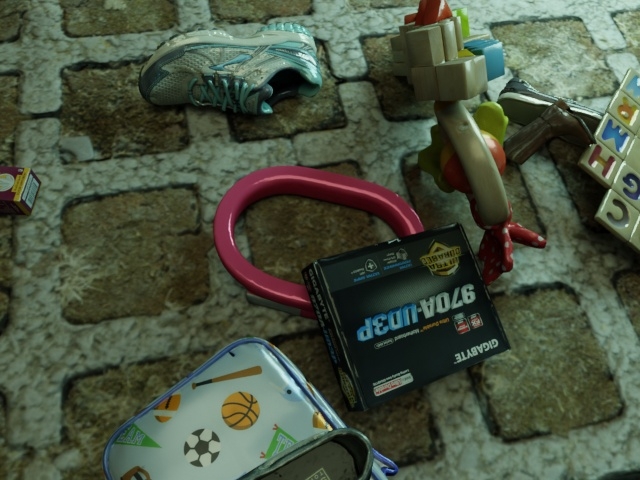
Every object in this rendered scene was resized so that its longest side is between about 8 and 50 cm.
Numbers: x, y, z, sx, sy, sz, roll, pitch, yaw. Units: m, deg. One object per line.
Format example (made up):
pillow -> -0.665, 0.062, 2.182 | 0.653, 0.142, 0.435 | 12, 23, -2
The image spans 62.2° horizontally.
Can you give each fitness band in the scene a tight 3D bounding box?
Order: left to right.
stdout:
fitness band -> 0.000, 0.000, 0.721 | 0.291, 0.054, 0.208 | 13, 63, 0

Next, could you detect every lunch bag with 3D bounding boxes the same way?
lunch bag -> -0.056, 0.267, 0.553 | 0.243, 0.115, 0.303 | -34, 71, -22

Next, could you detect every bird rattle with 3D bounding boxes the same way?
bird rattle -> 0.201, -0.078, 0.704 | 0.143, 0.207, 0.253 | -17, 57, 19

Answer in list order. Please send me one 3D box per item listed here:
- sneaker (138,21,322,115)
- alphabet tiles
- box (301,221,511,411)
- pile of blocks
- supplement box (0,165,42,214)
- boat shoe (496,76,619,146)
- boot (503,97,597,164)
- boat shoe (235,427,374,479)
sneaker -> -0.128, -0.246, 0.802 | 0.283, 0.110, 0.122 | -18, 70, -13
alphabet tiles -> 0.537, -0.104, 0.800 | 0.285, 0.011, 0.342 | 39, 66, -4
box -> 0.105, 0.085, 0.645 | 0.220, 0.051, 0.175 | -13, 78, -25
pile of blocks -> 0.180, -0.285, 0.739 | 0.149, 0.112, 0.362 | -12, 24, 7
supplement box -> -0.435, -0.070, 0.722 | 0.083, 0.043, 0.054 | 4, 65, -3
boat shoe -> 0.389, -0.209, 0.847 | 0.206, 0.075, 0.064 | 21, 67, 11
boot -> 0.336, -0.144, 0.792 | 0.114, 0.037, 0.106 | -39, 41, 23
boat shoe -> -0.079, 0.260, 0.428 | 0.306, 0.105, 0.113 | -25, 66, -21
